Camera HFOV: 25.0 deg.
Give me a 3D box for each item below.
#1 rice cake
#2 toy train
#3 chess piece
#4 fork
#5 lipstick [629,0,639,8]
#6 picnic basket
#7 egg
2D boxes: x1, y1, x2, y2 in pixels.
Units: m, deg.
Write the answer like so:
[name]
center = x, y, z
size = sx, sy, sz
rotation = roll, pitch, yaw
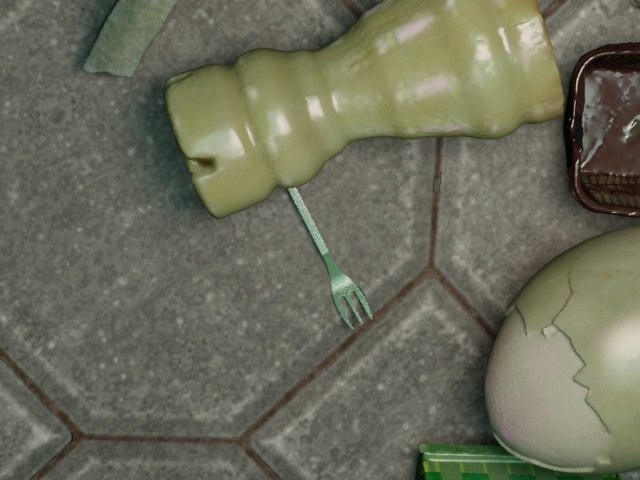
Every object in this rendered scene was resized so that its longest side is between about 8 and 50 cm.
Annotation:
[rice cake]
center = -0.207, -0.273, 1.691
size = 0.069, 0.063, 0.206
rotation = 26, 131, -13
[toy train]
center = 0.252, 0.350, 1.789
size = 0.300, 0.202, 0.120
rotation = 2, 120, -6
[chess piece]
center = 0.045, -0.178, 1.698
size = 0.442, 0.234, 0.234
rotation = -21, 98, 0
[fork]
center = 0.000, 0.000, 1.811
size = 0.039, 0.021, 0.235
rotation = -28, 97, -6
[lipstick]
center = 0.445, -0.345, 1.803
size = 0.141, 0.040, 0.040
rotation = -36, 99, -2
[picnic basket]
center = 0.437, -0.137, 1.783
size = 0.296, 0.129, 0.223
rotation = 0, 98, -5
[egg]
center = 0.349, 0.140, 1.729
size = 0.336, 0.278, 0.278
rotation = -35, 99, -6
